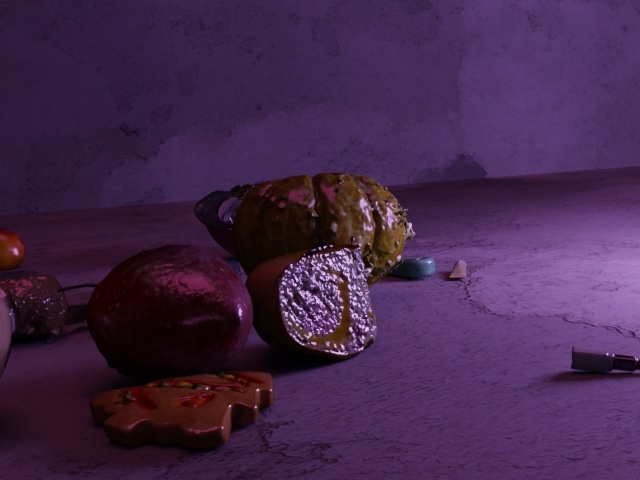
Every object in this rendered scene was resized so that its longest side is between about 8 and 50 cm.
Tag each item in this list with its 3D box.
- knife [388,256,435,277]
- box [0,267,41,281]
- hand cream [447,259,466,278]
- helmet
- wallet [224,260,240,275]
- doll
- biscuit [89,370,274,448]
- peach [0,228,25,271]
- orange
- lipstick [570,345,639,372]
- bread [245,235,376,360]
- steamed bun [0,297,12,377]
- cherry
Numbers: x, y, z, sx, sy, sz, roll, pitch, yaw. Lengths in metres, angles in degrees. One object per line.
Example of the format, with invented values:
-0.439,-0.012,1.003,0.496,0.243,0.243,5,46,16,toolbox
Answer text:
0.113,0.054,1.990,0.063,0.035,0.260,-20,11,-42,knife
-0.551,0.101,1.794,0.155,0.067,0.243,-9,10,-22,box
0.257,0.057,1.926,0.035,0.022,0.102,-1,14,12,hand cream
-0.139,-0.032,2.265,0.253,0.154,0.198,-30,41,-29,helmet
-0.204,0.060,2.065,0.088,0.026,0.129,0,7,-6,wallet
-0.450,0.109,1.602,0.221,0.115,0.105,-1,-4,-30,doll
-0.140,0.181,1.177,0.212,0.041,0.238,2,10,41,biscuit
-0.707,0.026,2.296,0.100,0.101,0.101,-3,8,1,peach
0.000,0.000,1.749,0.301,0.223,0.300,-3,2,-42,orange
0.358,0.147,1.252,0.107,0.025,0.025,5,12,15,lipstick
-0.013,0.086,1.441,0.156,0.158,0.260,-10,2,45,bread
-0.490,0.096,1.157,0.289,0.276,0.203,27,-27,0,steamed bun
-0.181,0.093,1.303,0.249,0.175,0.192,-1,2,44,cherry
